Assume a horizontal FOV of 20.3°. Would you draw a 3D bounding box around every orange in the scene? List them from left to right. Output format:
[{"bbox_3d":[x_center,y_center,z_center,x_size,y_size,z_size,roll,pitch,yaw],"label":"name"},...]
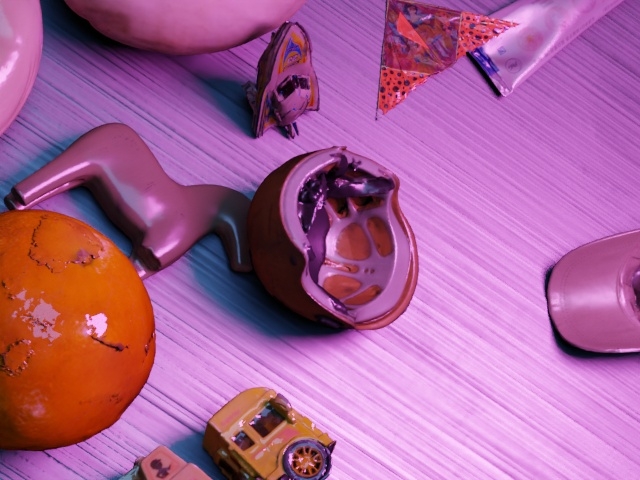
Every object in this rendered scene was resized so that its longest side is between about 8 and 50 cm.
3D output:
[{"bbox_3d":[-0.285,0.089,1.794,0.246,0.246,0.246,5,71,-16],"label":"orange"}]

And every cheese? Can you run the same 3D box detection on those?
[{"bbox_3d":[-0.432,-0.216,1.910,0.266,0.127,0.233,33,66,-4],"label":"cheese"}]

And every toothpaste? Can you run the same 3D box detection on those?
[{"bbox_3d":[0.319,-0.298,2.216,0.323,0.066,0.100,-34,85,-19],"label":"toothpaste"}]

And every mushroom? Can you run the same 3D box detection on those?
[{"bbox_3d":[-0.166,-0.381,1.958,0.325,0.353,0.353,-45,90,-9],"label":"mushroom"}]

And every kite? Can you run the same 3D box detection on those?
[{"bbox_3d":[0.119,-0.249,2.156,0.222,0.008,0.125,-34,79,-15],"label":"kite"}]

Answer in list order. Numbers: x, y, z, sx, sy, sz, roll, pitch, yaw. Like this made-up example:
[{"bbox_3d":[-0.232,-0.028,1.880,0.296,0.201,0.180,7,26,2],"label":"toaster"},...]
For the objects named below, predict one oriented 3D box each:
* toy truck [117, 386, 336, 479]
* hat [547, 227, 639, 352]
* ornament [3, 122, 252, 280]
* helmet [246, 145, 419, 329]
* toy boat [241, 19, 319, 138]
[{"bbox_3d":[-0.122,0.267,1.860,0.272,0.124,0.157,-40,78,-21],"label":"toy truck"},{"bbox_3d":[0.369,0.067,2.121,0.173,0.144,0.166,-13,75,24],"label":"hat"},{"bbox_3d":[-0.184,-0.029,1.964,0.245,0.061,0.230,-38,89,-31],"label":"ornament"},{"bbox_3d":[0.000,0.000,1.971,0.224,0.130,0.198,43,58,-42],"label":"helmet"},{"bbox_3d":[-0.040,-0.186,1.990,0.084,0.210,0.066,-24,68,-14],"label":"toy boat"}]
